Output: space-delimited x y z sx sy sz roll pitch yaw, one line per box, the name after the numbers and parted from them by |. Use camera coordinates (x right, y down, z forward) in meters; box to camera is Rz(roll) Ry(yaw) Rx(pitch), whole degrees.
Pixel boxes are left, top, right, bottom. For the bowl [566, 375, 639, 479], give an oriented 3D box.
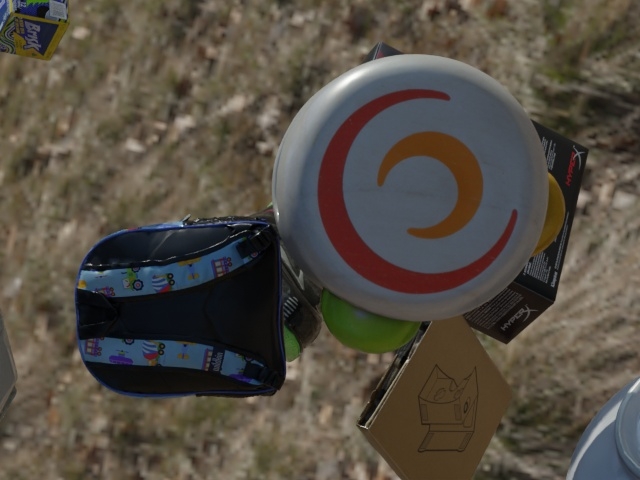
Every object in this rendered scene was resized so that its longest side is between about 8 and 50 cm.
0.306 0.174 1.134 0.134 0.297 0.298 64 179 -34 | bowl

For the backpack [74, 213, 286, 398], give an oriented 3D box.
-0.118 0.057 1.286 0.117 0.173 0.158 -125 32 -84 | backpack

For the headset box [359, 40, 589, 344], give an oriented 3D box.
0.116 -0.057 1.589 0.110 0.293 0.218 -52 16 52 | headset box

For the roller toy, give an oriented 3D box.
0.064 -0.039 1.117 0.191 0.209 0.146 60 175 -4 | roller toy

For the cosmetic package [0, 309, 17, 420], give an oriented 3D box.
-0.361 -0.032 1.018 0.156 0.217 0.385 -89 -10 -74 | cosmetic package

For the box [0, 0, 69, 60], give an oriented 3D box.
-0.256 -0.243 1.321 0.059 0.054 0.169 -47 42 48 | box

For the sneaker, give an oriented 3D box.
0.000 0.000 1.991 0.202 0.185 0.483 -31 12 21 | sneaker

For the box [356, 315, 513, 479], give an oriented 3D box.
0.120 0.168 1.519 0.021 0.201 0.164 14 63 39 | box
